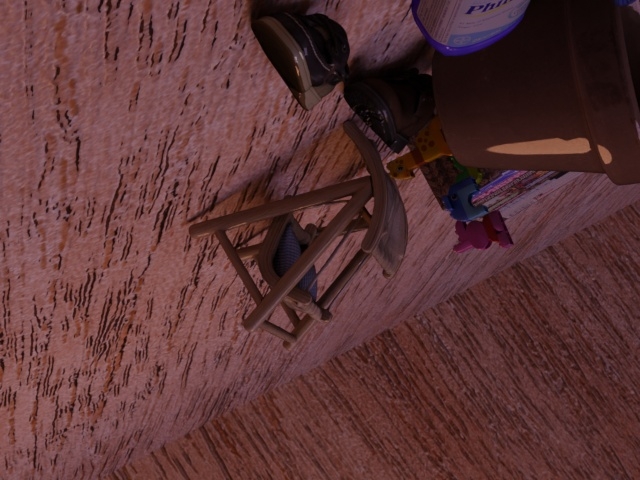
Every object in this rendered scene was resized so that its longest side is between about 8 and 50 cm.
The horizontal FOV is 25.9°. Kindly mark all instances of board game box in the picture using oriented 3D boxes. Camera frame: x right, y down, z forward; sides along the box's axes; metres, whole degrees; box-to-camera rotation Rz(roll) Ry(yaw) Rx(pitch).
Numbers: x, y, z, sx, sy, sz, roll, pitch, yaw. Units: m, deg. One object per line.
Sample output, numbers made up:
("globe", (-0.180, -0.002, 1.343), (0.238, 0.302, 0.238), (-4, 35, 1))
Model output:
("board game box", (0.269, -0.148, 1.865), (0.232, 0.141, 0.291), (-32, 166, 18))

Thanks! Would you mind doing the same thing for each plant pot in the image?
("plant pot", (0.255, -0.175, 1.579), (0.229, 0.263, 0.263), (-11, 174, 20))

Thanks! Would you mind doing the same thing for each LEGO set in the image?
("LEGO set", (0.142, -0.081, 1.710), (0.093, 0.227, 0.087), (-26, 168, 19))

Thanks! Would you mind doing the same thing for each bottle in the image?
("bottle", (0.160, -0.273, 1.292), (0.118, 0.092, 0.283), (-27, 167, -14))

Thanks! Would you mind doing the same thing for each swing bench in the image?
("swing bench", (0.000, 0.000, 1.797), (0.255, 0.165, 0.253), (-33, 167, 4))

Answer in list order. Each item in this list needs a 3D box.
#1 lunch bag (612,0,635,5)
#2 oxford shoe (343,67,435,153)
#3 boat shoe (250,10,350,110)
("lunch bag", (0.344, -0.353, 1.259), (0.303, 0.115, 0.243), (-45, 171, -3))
("oxford shoe", (0.086, -0.165, 1.591), (0.096, 0.083, 0.227), (-42, 174, 7))
("boat shoe", (-0.010, -0.180, 1.303), (0.073, 0.080, 0.223), (-37, 172, 0))
